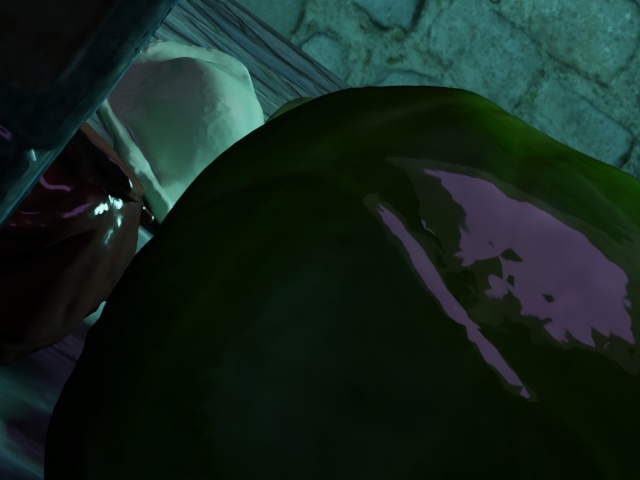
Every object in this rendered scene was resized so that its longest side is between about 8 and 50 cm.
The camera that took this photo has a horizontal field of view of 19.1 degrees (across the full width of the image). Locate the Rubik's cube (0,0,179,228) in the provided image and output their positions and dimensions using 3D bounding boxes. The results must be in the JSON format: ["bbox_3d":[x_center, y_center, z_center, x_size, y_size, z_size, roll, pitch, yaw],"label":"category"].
[{"bbox_3d":[-0.220,-0.102,0.635,0.304,0.305,0.301,39,10,-8],"label":"Rubik's cube"}]

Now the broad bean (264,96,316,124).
[{"bbox_3d":[0.000,0.000,1.604,0.263,0.121,0.189,-108,171,-47],"label":"broad bean"}]

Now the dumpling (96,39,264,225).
[{"bbox_3d":[-0.113,-0.079,1.523,0.151,0.124,0.229,18,44,-31],"label":"dumpling"}]

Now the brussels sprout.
[{"bbox_3d":[0.047,0.092,0.843,0.281,0.289,0.354,31,-16,14],"label":"brussels sprout"}]

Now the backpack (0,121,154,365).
[{"bbox_3d":[-0.191,-0.039,0.949,0.229,0.139,0.229,39,9,-7],"label":"backpack"}]
